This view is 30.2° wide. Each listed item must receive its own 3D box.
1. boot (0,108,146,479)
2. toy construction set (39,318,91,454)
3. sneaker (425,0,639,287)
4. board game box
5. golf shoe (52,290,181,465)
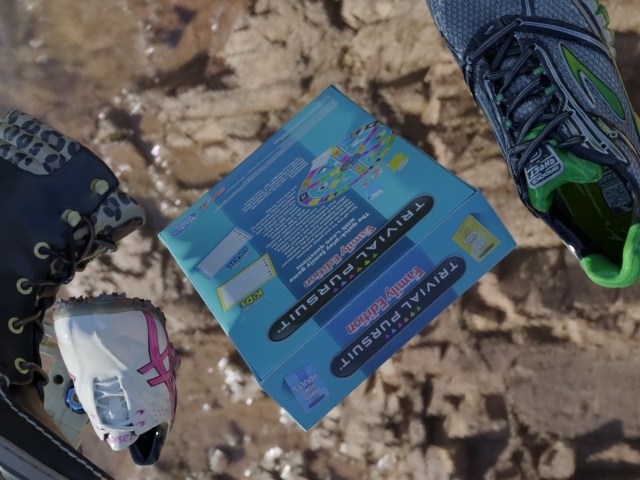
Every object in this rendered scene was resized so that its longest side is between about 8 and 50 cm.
[{"bbox_3d":[-0.272,0.060,1.117,0.377,0.284,0.138,34,157,19],"label":"boot"},{"bbox_3d":[-0.427,0.231,1.674,0.215,0.151,0.328,27,109,8],"label":"toy construction set"},{"bbox_3d":[0.204,-0.114,1.018,0.134,0.146,0.343,-34,96,35],"label":"sneaker"},{"bbox_3d":[0.000,0.000,1.170,0.254,0.336,0.079,-41,123,-2],"label":"board game box"},{"bbox_3d":[-0.130,0.094,0.799,0.067,0.086,0.186,-8,154,5],"label":"golf shoe"}]
